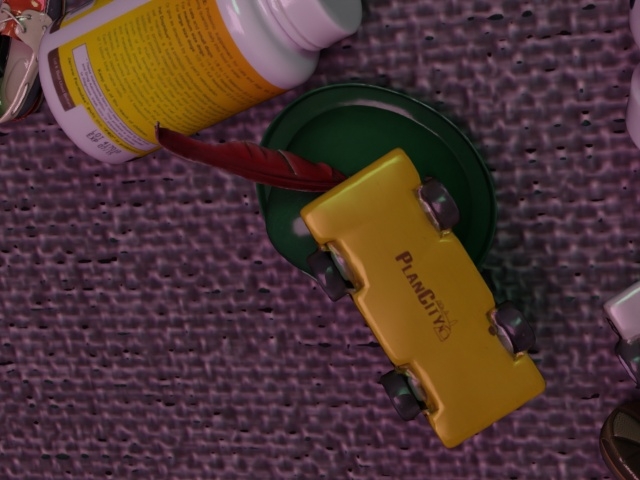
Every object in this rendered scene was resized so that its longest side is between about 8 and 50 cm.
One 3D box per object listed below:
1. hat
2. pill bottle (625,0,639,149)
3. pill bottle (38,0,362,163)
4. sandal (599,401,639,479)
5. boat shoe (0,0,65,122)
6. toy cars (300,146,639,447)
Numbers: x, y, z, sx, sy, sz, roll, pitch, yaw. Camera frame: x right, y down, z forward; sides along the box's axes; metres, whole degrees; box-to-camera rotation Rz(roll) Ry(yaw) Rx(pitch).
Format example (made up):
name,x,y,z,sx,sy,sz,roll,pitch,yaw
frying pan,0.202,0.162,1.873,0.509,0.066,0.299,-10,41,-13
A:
name,x,y,z,sx,sy,sz,roll,pitch,yaw
hat,0.000,0.000,0.993,0.208,0.183,0.173,23,121,8
pill bottle,0.259,-0.166,0.837,0.153,0.153,0.265,19,132,15
pill bottle,-0.082,-0.141,1.029,0.215,0.117,0.117,-21,98,26
sandal,0.262,0.214,1.032,0.219,0.090,0.060,50,139,5
boat shoe,-0.228,-0.155,1.125,0.049,0.043,0.137,20,112,17
toy cars,0.164,0.065,0.987,0.393,0.087,0.177,17,94,-4
